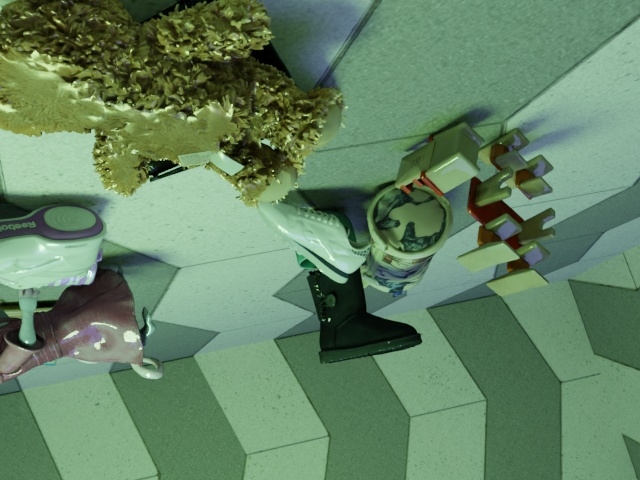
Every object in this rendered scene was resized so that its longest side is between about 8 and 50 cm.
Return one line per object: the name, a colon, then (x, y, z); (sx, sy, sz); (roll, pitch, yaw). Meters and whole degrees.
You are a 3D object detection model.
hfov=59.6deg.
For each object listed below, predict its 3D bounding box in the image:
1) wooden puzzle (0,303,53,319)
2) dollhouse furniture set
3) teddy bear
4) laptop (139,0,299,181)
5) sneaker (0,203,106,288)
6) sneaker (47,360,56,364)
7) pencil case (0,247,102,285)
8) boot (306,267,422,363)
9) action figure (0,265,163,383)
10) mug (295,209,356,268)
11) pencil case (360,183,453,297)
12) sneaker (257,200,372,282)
wooden puzzle: (-0.778, 0.195, 1.365); (0.238, 0.044, 0.221); (-4, 161, -41)
dollhouse furniture set: (0.267, -0.070, 0.943); (0.259, 0.262, 0.135); (36, 141, -23)
teddy bear: (-0.134, -0.137, 0.548); (0.337, 0.113, 0.245); (5, 145, -20)
laptop: (-0.130, -0.176, 0.673); (0.234, 0.137, 0.264); (-19, 137, 19)
sneaker: (-0.481, 0.028, 0.829); (0.304, 0.114, 0.152); (-3, 138, -34)
sneaker: (-0.836, 0.288, 1.550); (0.228, 0.092, 0.087); (8, 164, -2)
pencil case: (-0.488, 0.035, 0.966); (0.206, 0.087, 0.088); (2, 162, -40)
boot: (0.077, 0.131, 1.128); (0.246, 0.207, 0.094); (-20, 163, 40)
action figure: (-0.535, 0.191, 1.090); (0.370, 0.276, 0.248); (-23, -161, -30)
mug: (-0.003, -0.002, 1.179); (0.157, 0.098, 0.129); (-24, 160, 36)
pencil case: (0.172, 0.011, 1.223); (0.183, 0.160, 0.410); (-44, 167, -10)
sneaker: (-0.014, -0.021, 1.041); (0.235, 0.090, 0.095); (35, 107, -20)
